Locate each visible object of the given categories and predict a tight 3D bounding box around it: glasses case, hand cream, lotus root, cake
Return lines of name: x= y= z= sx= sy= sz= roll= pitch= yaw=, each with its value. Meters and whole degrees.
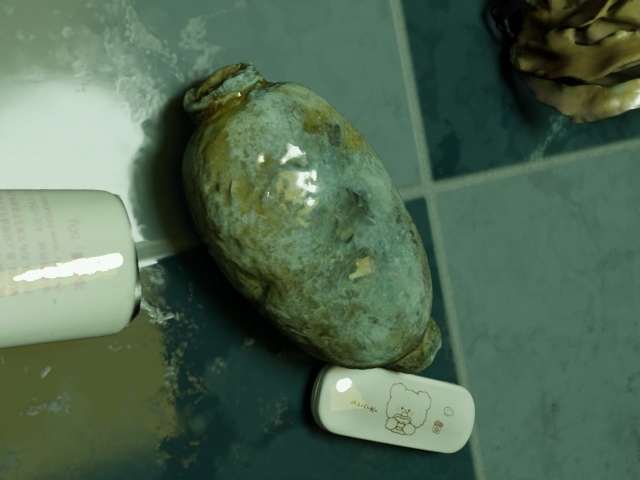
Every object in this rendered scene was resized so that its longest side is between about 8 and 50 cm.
glasses case: x=0.077 y=0.171 z=0.926 sx=0.193 sy=0.049 sz=0.074 roll=17 pitch=80 yaw=-29
hand cream: x=-0.313 y=0.026 z=0.667 sx=0.358 sy=0.118 sz=0.185 roll=-2 pitch=53 yaw=-29
lotus root: x=0.000 y=0.001 z=0.823 sx=0.175 sy=0.175 sz=0.349 roll=-46 pitch=109 yaw=-22
cake: x=0.344 y=-0.295 z=0.974 sx=0.321 sy=0.332 sz=0.332 roll=-17 pitch=99 yaw=2
